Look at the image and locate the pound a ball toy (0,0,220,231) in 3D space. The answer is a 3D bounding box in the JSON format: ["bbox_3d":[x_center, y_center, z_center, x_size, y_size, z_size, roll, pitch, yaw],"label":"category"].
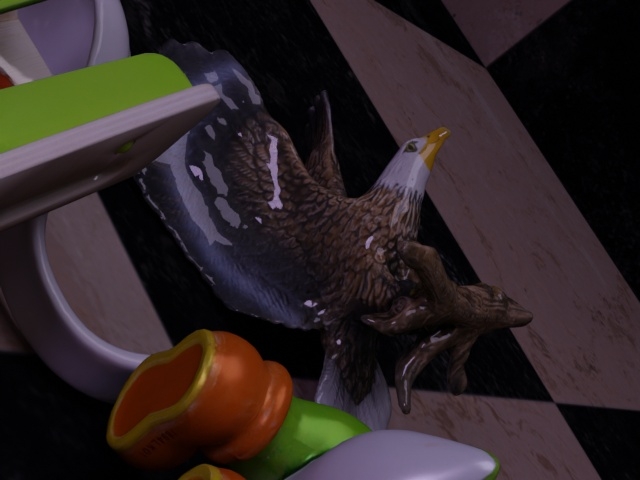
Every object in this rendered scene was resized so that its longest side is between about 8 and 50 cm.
[{"bbox_3d":[-0.198,-0.094,0.635,0.208,0.135,0.319,57,37,1],"label":"pound a ball toy"}]

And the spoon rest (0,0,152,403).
[{"bbox_3d":[-0.148,-0.045,0.794,0.084,0.137,0.276,5,61,-44],"label":"spoon rest"}]

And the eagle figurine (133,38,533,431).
[{"bbox_3d":[0.008,-0.007,1.028,0.298,0.225,0.226,30,-40,35],"label":"eagle figurine"}]

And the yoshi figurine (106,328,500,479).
[{"bbox_3d":[0.038,0.201,0.758,0.362,0.203,0.203,30,-5,-26],"label":"yoshi figurine"}]
